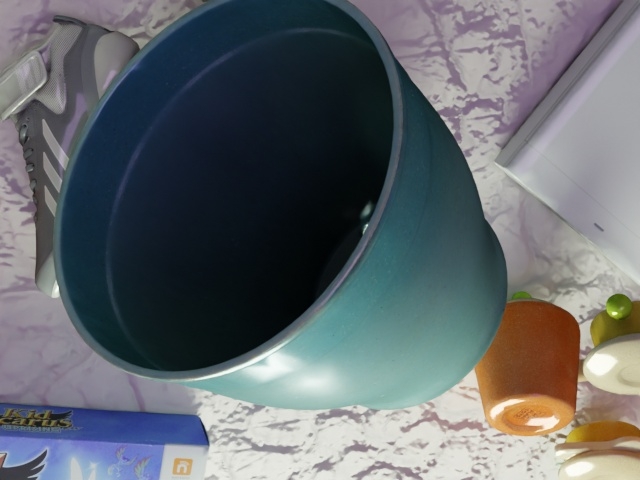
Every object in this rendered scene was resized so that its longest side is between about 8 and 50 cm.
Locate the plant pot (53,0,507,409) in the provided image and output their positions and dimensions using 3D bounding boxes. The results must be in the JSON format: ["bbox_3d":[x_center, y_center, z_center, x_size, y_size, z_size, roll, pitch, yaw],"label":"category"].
[{"bbox_3d":[0.000,0.000,0.842,0.271,0.272,0.255,-51,140,5],"label":"plant pot"}]

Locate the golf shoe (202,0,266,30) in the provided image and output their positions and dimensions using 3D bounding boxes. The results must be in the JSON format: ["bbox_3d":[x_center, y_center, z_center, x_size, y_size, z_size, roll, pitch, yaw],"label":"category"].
[{"bbox_3d":[-0.055,-0.301,0.822,0.140,0.115,0.306,-28,120,-16],"label":"golf shoe"}]

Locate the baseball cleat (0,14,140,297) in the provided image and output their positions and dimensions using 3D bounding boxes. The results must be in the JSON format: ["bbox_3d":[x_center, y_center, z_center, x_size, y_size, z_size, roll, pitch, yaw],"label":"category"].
[{"bbox_3d":[-0.200,-0.064,0.882,0.110,0.072,0.205,18,98,-6],"label":"baseball cleat"}]

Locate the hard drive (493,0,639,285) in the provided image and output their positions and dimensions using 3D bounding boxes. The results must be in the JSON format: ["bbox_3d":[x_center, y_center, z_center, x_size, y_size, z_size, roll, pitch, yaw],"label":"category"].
[{"bbox_3d":[0.318,-0.126,1.012,0.203,0.040,0.307,37,96,-23],"label":"hard drive"}]

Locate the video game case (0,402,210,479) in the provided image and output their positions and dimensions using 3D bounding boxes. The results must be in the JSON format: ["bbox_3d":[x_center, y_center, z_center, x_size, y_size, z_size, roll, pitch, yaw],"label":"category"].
[{"bbox_3d":[-0.243,0.257,0.973,0.270,0.061,0.244,6,105,-17],"label":"video game case"}]

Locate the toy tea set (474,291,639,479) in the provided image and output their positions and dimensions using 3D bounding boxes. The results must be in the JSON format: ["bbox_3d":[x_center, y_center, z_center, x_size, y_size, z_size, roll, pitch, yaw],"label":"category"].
[{"bbox_3d":[0.270,0.128,1.049,0.200,0.124,0.336,-21,138,28],"label":"toy tea set"}]
